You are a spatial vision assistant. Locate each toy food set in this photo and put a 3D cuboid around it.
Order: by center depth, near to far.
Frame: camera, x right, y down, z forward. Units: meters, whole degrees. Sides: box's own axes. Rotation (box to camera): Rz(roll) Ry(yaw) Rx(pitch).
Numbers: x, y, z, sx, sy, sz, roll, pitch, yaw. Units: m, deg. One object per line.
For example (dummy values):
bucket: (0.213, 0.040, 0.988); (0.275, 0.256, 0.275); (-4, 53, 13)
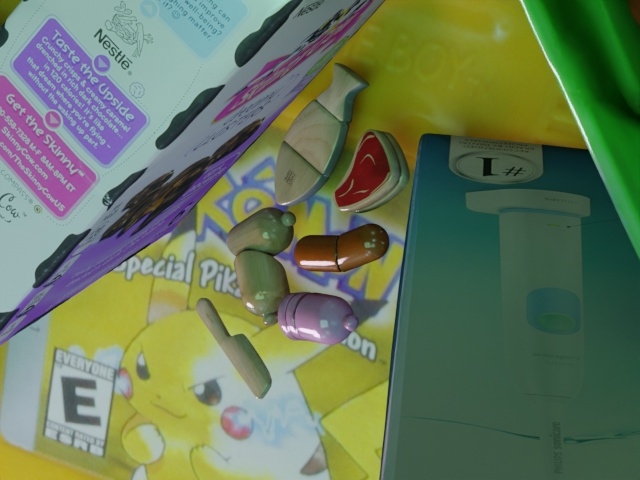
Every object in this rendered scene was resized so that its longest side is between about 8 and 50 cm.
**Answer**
toy food set: (0.000, 0.000, 0.783); (0.122, 0.019, 0.078); (-55, 50, 23)

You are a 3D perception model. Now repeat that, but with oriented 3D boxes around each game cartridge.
game cartridge: (-0.026, 0.007, 0.847); (0.285, 0.052, 0.324); (18, 116, 18)

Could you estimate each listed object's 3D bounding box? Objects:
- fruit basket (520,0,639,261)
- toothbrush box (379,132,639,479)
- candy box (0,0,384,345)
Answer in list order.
fruit basket: (0.223, -0.093, 0.479); (0.392, 0.392, 0.283); (-16, 117, 29)
toothbrush box: (0.125, 0.080, 0.635); (0.216, 0.295, 0.126); (6, 112, 2)
candy box: (-0.056, -0.063, 0.718); (0.070, 0.165, 0.196); (47, 119, 3)
